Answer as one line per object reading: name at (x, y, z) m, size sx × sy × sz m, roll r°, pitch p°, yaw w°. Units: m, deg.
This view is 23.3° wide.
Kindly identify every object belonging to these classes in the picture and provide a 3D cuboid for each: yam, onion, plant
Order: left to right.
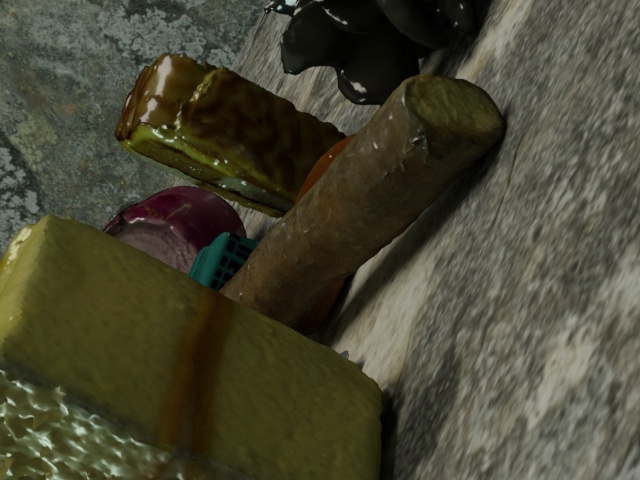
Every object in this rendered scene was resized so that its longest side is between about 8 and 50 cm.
onion at (-0.179, 0.025, 1.837) m, size 0.200 × 0.200 × 0.207 m, roll -83°, pitch 9°, yaw -62°
yam at (0.004, 0.000, 1.141) m, size 0.357 × 0.081 × 0.081 m, roll -47°, pitch 19°, yaw 44°
plant at (0.046, -0.243, 1.338) m, size 0.276 × 0.199 × 0.188 m, roll -66°, pitch 4°, yaw -37°

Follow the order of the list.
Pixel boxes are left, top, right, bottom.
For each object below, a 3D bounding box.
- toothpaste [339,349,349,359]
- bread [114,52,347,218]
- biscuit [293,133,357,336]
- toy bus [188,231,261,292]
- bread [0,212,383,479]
toothpaste at (-0.042, 0.184, 1.093) m, size 0.234 × 0.057 × 0.089 m, roll -59°, pitch 5°, yaw -19°
bread at (-0.088, -0.098, 1.542) m, size 0.181 × 0.222 × 0.096 m, roll -3°, pitch 64°, yaw 68°
biscuit at (0.000, 0.000, 1.342) m, size 0.192 × 0.036 × 0.186 m, roll -68°, pitch 14°, yaw -16°
toy bus at (-0.094, 0.073, 1.495) m, size 0.079 × 0.092 × 0.160 m, roll -44°, pitch 21°, yaw 58°
bread at (-0.120, 0.147, 0.968) m, size 0.236 × 0.263 × 0.198 m, roll -58°, pitch 9°, yaw 30°
